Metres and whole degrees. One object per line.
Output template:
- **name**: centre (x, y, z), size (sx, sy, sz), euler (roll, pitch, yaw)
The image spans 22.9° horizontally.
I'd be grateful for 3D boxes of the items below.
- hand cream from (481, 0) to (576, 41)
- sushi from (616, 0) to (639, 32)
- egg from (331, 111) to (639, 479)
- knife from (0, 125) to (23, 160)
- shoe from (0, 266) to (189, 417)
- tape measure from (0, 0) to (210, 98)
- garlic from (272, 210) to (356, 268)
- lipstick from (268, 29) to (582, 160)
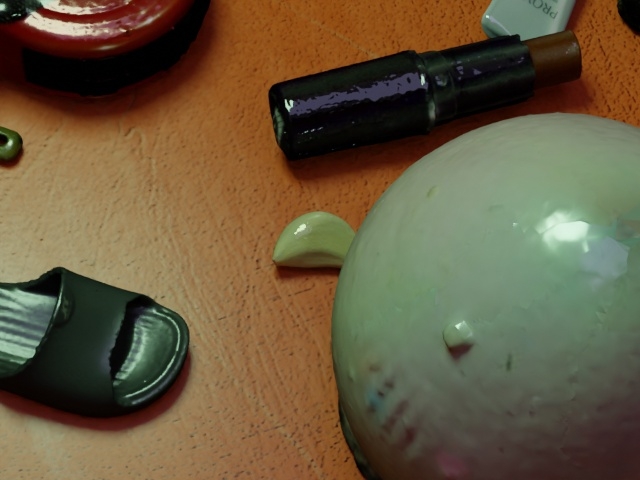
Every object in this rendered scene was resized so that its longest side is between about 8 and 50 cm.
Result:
- **hand cream**: centre (0.236, -0.285, 1.551), size (0.079, 0.048, 0.255), euler (28, 66, -1)
- **sushi**: centre (0.359, -0.265, 1.539), size (0.090, 0.078, 0.150), euler (43, 67, 14)
- **egg**: centre (0.192, 0.052, 1.229), size (0.355, 0.340, 0.354), euler (3, 65, -6)
- **knife**: centre (-0.435, -0.131, 1.420), size (0.343, 0.027, 0.061), euler (21, 68, 4)
- **shoe**: centre (-0.231, 0.075, 1.308), size (0.241, 0.093, 0.108), euler (10, 63, 1)
- **tape measure**: centre (-0.228, -0.258, 1.454), size (0.261, 0.114, 0.253), euler (7, 65, -3)
- **garlic**: centre (0.000, 0.001, 1.397), size (0.083, 0.041, 0.053), euler (8, 69, -10)
- **lipstick**: centre (0.100, -0.139, 1.450), size (0.300, 0.081, 0.081), euler (-13, 67, -10)
